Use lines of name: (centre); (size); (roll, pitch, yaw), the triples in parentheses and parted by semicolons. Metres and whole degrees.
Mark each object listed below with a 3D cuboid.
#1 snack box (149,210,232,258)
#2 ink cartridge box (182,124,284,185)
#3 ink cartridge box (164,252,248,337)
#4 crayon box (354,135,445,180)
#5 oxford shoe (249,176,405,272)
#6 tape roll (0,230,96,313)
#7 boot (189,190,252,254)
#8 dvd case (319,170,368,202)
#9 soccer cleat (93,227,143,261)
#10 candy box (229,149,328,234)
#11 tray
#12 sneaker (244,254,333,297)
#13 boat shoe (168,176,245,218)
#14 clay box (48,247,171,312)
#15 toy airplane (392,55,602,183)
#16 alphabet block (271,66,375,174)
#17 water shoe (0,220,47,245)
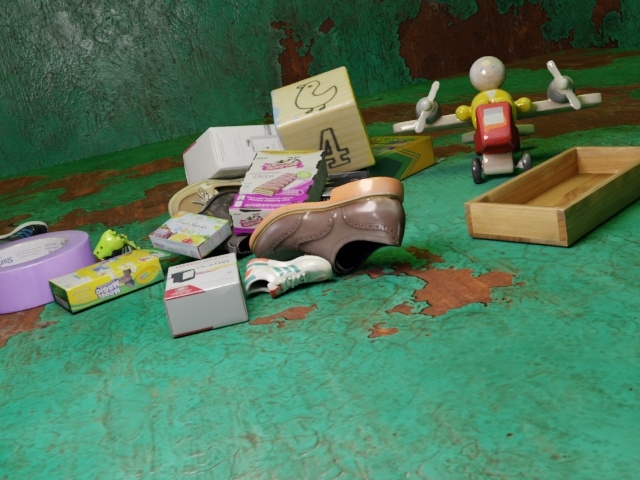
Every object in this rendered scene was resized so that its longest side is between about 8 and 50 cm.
snack box: (-0.268, -0.013, 1.611); (0.141, 0.037, 0.100); (11, 38, 34)
ink cartridge box: (-0.193, -0.218, 2.072); (0.283, 0.117, 0.207); (-8, -10, -32)
ink cartridge box: (-0.197, 0.089, 1.340); (0.127, 0.072, 0.175); (-13, 17, -5)
crayon box: (0.156, -0.212, 2.073); (0.203, 0.083, 0.323); (6, 23, 44)
oxford shoe: (0.000, 0.000, 1.420); (0.130, 0.133, 0.363); (10, -23, -42)
tape roll: (-0.623, 0.064, 1.672); (0.274, 0.090, 0.275); (-11, 17, 3)
boot: (-0.178, -0.031, 1.731); (0.229, 0.091, 0.263); (7, 28, 34)
dvd case: (-0.008, -0.114, 1.780); (0.238, 0.030, 0.179); (-6, 18, 6)
soccer cleat: (-0.437, 0.021, 1.684); (0.072, 0.060, 0.179); (-51, -12, -3)
candy box: (-0.084, -0.105, 1.656); (0.159, 0.071, 0.233); (1, 36, 12)
tray: (0.483, -0.095, 1.503); (0.411, 0.076, 0.202); (-25, 21, -39)
sneaker: (-0.058, 0.071, 1.370); (0.161, 0.057, 0.075); (-1, 43, 11)
boat shoe: (-0.237, -0.106, 1.946); (0.285, 0.105, 0.089); (-18, 15, -24)
clay box: (-0.416, 0.074, 1.567); (0.222, 0.053, 0.127); (-20, 17, -30)
toy airplane: (0.427, -0.317, 1.914); (0.386, 0.273, 0.384); (-21, 19, -28)
alphabet block: (0.006, -0.274, 1.893); (0.197, 0.193, 0.192); (-18, 40, 7)
water shoe: (-0.767, 0.013, 2.001); (0.080, 0.073, 0.203); (27, 32, 21)
